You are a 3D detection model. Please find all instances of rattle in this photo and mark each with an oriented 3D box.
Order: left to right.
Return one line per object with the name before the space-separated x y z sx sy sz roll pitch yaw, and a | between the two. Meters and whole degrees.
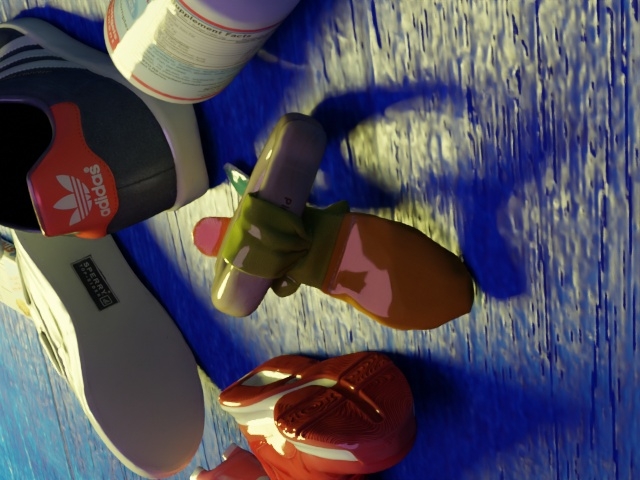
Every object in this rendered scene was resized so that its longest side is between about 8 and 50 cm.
rattle | 0.000 0.000 0.843 0.200 0.142 0.130 131 143 -73

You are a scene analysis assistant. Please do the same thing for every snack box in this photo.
snack box | -0.271 0.046 1.299 0.178 0.022 0.064 20 128 50

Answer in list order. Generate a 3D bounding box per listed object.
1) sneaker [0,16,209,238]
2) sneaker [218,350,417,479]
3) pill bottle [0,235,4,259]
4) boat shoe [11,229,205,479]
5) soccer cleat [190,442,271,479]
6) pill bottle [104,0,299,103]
sneaker | -0.233 -0.080 1.022 0.350 0.148 0.131 16 126 52
sneaker | 0.021 0.145 0.890 0.128 0.087 0.221 61 163 -13
pill bottle | -0.352 -0.061 1.254 0.112 0.112 0.187 26 133 46
boat shoe | -0.181 0.081 1.120 0.267 0.096 0.088 55 153 17
soccer cleat | -0.069 0.263 1.104 0.095 0.083 0.248 41 141 26
pill bottle | -0.059 -0.144 0.765 0.087 0.087 0.160 61 149 5
